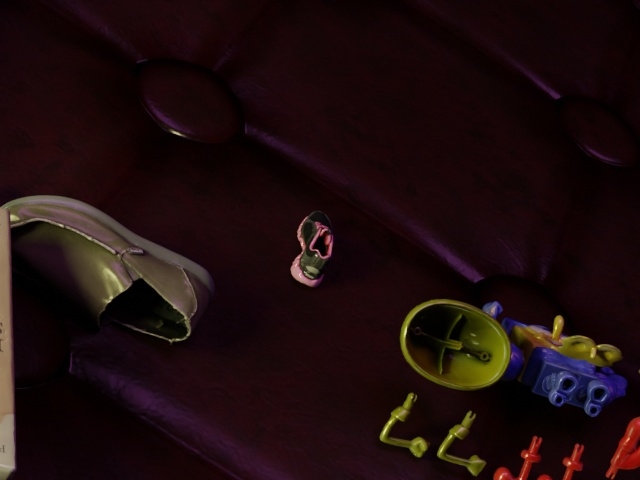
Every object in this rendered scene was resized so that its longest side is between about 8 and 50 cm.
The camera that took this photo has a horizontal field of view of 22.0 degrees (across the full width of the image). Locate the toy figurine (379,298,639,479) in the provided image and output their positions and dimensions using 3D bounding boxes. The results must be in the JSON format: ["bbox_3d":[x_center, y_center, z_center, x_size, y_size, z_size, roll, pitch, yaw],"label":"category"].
[{"bbox_3d":[0.229,0.165,1.884,0.362,0.191,0.217,16,11,-12],"label":"toy figurine"}]

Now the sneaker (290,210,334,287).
[{"bbox_3d":[0.000,0.000,1.914,0.047,0.057,0.119,22,38,-12],"label":"sneaker"}]

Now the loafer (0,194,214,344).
[{"bbox_3d":[-0.224,0.033,1.684,0.251,0.094,0.087,21,35,-17],"label":"loafer"}]

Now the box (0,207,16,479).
[{"bbox_3d":[-0.361,0.105,1.483,0.148,0.121,0.311,13,42,-26],"label":"box"}]
